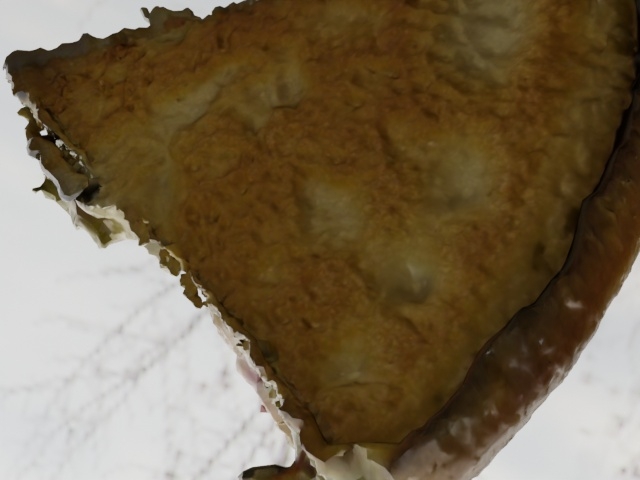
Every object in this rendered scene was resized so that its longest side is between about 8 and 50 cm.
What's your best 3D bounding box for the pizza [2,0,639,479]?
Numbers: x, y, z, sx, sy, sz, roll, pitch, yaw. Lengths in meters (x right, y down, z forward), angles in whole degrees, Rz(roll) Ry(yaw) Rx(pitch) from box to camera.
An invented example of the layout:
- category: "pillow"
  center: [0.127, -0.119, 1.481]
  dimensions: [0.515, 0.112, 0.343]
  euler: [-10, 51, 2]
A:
- category: "pizza"
  center: [0.000, 0.000, 0.720]
  dimensions: [0.287, 0.074, 0.251]
  euler: [-8, -131, 19]
